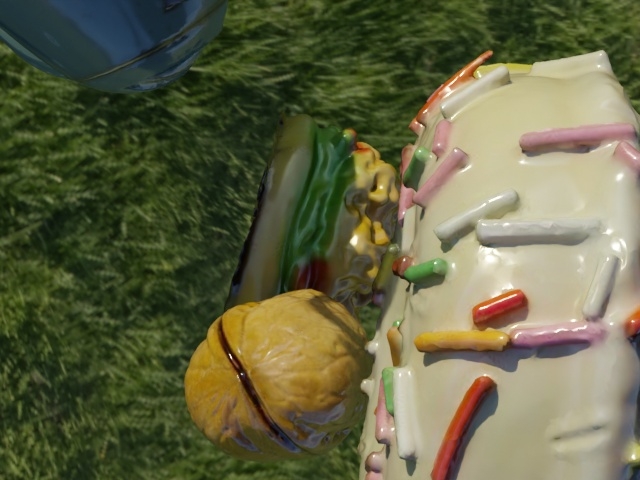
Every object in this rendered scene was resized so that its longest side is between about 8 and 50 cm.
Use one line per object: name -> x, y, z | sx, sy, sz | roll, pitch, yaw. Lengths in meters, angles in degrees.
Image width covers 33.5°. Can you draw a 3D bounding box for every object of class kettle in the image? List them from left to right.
kettle -> -0.217, -0.269, 0.818 | 0.247, 0.319, 0.342 | -43, 117, -32

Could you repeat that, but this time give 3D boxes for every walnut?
walnut -> -0.032, 0.112, 0.855 | 0.144, 0.180, 0.144 | 0, 89, 18

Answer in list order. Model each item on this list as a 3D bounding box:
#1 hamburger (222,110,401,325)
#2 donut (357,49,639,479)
hamburger -> 0.000, 0.000, 1.026 | 0.149, 0.237, 0.237 | 15, 99, -5
donut -> 0.103, 0.072, 0.660 | 0.142, 0.382, 0.382 | 7, 103, 1
